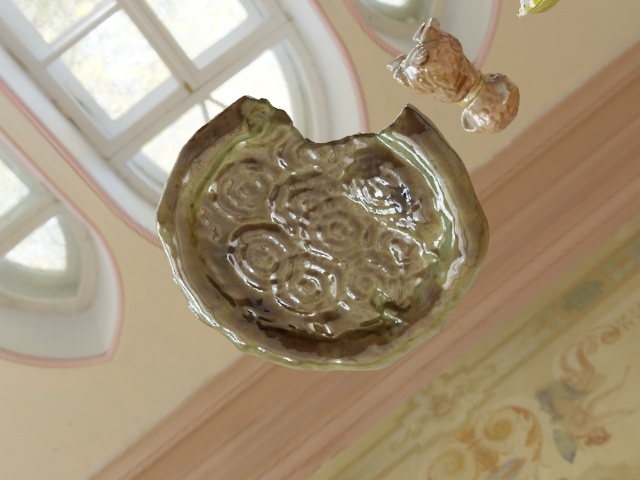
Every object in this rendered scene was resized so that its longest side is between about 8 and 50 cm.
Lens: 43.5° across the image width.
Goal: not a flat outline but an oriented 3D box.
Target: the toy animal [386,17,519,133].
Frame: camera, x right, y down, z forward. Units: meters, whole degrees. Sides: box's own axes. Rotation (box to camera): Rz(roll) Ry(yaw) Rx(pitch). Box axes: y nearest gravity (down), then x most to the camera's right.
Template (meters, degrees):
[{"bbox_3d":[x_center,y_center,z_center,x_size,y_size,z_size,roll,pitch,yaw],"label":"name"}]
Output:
[{"bbox_3d":[0.192,-0.205,1.079,0.104,0.185,0.184,-47,-169,15],"label":"toy animal"}]

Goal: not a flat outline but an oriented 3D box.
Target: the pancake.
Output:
[{"bbox_3d":[0.000,0.000,0.565,0.235,0.212,0.029,-2,-159,6],"label":"pancake"}]

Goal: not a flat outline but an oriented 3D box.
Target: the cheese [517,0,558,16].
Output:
[{"bbox_3d":[0.379,-0.444,1.343,0.157,0.064,0.250,-51,-171,19],"label":"cheese"}]
